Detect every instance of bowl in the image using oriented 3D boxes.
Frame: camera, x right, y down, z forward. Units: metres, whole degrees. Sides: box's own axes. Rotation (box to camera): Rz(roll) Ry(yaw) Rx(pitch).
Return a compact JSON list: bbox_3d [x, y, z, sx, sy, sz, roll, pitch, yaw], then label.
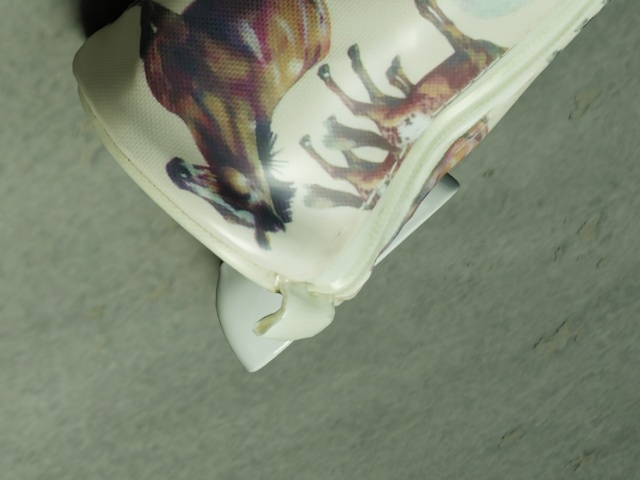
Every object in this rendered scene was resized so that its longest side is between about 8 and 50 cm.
[{"bbox_3d":[0.000,0.000,0.927,0.142,0.053,0.142,-43,-177,1],"label":"bowl"}]

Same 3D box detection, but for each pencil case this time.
[{"bbox_3d":[0.078,-0.150,0.779,0.410,0.183,0.160,-46,144,6],"label":"pencil case"}]
